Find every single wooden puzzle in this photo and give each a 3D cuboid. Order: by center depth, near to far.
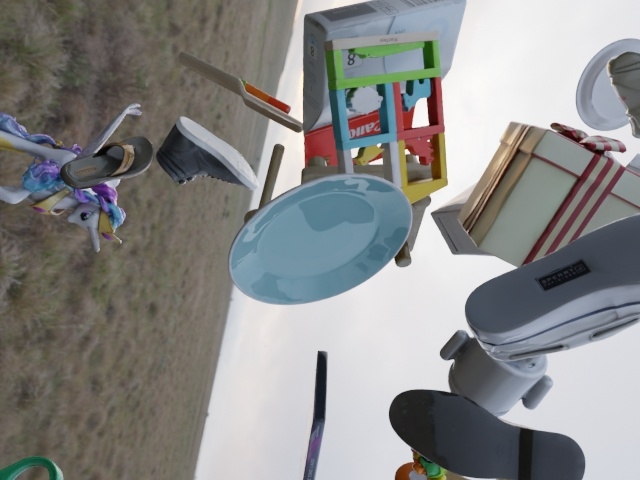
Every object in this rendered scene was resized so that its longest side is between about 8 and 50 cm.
[{"bbox_3d":[-0.167,-0.331,1.157,0.239,0.221,0.044,21,101,-57],"label":"wooden puzzle"}]

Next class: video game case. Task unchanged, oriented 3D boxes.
[{"bbox_3d":[-0.016,0.379,0.998,0.196,0.026,0.274,-85,-176,-67],"label":"video game case"}]

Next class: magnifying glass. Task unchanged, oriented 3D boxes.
[{"bbox_3d":[-0.494,0.373,0.775,0.026,0.231,0.092,78,10,-47],"label":"magnifying glass"}]

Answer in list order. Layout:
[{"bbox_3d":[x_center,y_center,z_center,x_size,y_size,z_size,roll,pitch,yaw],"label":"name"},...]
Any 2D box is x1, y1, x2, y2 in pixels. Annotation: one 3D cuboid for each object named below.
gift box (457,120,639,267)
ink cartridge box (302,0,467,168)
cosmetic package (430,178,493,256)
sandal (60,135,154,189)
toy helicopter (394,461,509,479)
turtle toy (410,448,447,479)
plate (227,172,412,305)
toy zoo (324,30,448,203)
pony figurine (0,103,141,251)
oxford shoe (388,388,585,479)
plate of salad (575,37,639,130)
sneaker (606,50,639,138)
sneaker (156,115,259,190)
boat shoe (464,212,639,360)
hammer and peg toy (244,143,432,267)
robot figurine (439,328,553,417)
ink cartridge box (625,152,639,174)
[{"bbox_3d":[0.441,-0.073,0.964,0.255,0.277,0.258,-89,-157,-71],"label":"gift box"},{"bbox_3d":[0.115,-0.285,1.063,0.091,0.308,0.384,49,-29,37],"label":"ink cartridge box"},{"bbox_3d":[0.431,-0.074,1.267,0.138,0.224,0.225,59,-15,-10],"label":"cosmetic package"},{"bbox_3d":[-0.448,-0.177,1.122,0.219,0.090,0.060,-29,166,-43],"label":"sandal"},{"bbox_3d":[0.315,0.487,0.944,0.235,0.355,0.140,30,-54,56],"label":"toy helicopter"},{"bbox_3d":[0.184,0.327,0.838,0.095,0.066,0.130,-80,-169,-60],"label":"turtle toy"},{"bbox_3d":[0.000,0.000,0.516,0.188,0.188,0.024,110,-33,-45],"label":"plate"},{"bbox_3d":[0.112,-0.168,0.825,0.030,0.193,0.293,25,-54,62],"label":"toy zoo"},{"bbox_3d":[-0.586,-0.157,1.196,0.302,0.364,0.350,122,-17,-48],"label":"pony figurine"},{"bbox_3d":[0.166,0.216,0.565,0.076,0.212,0.076,127,-17,-73],"label":"oxford shoe"},{"bbox_3d":[0.650,-0.342,1.155,0.048,0.200,0.199,-112,-146,-60],"label":"plate of salad"},{"bbox_3d":[0.379,-0.198,0.475,0.232,0.115,0.090,-33,-179,20],"label":"sneaker"},{"bbox_3d":[-0.306,-0.195,1.399,0.147,0.296,0.104,-38,-136,19],"label":"sneaker"},{"bbox_3d":[0.275,0.049,0.516,0.084,0.258,0.095,55,23,-38],"label":"boat shoe"},{"bbox_3d":[0.030,-0.052,1.032,0.265,0.362,0.127,97,-12,-50],"label":"hammer and peg toy"},{"bbox_3d":[0.486,0.359,1.455,0.200,0.300,0.353,-44,162,-49],"label":"robot figurine"},{"bbox_3d":[0.741,-0.111,1.152,0.063,0.150,0.109,-41,148,-28],"label":"ink cartridge box"}]
